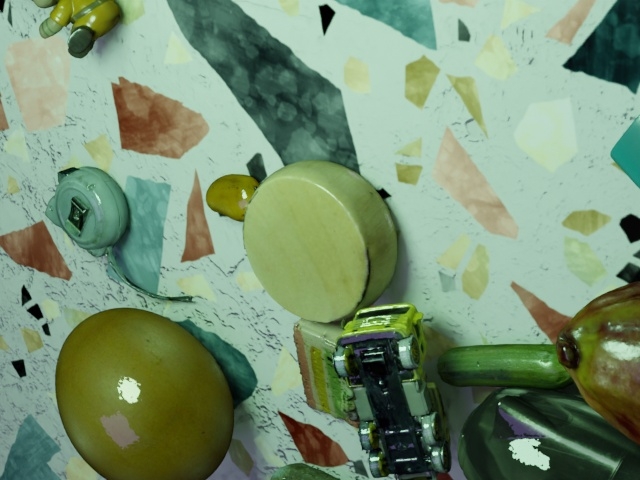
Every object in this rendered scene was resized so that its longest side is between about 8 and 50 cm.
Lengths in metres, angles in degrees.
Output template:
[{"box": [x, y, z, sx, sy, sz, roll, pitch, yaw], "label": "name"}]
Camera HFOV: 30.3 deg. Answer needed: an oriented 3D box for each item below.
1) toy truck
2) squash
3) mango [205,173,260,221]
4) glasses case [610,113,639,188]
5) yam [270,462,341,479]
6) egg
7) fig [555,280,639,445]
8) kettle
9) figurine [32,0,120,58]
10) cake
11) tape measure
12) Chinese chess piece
[{"box": [0.119, 0.221, 1.756, 0.124, 0.157, 0.272, -9, 113, 19], "label": "toy truck"}, {"box": [0.267, 0.181, 1.696, 0.229, 0.066, 0.066, -6, 107, 41], "label": "squash"}, {"box": [-0.136, -0.068, 1.896, 0.114, 0.060, 0.080, 0, 108, 43], "label": "mango"}, {"box": [0.472, -0.030, 1.380, 0.301, 0.070, 0.117, 54, 141, 24], "label": "glasses case"}, {"box": [0.004, 0.446, 2.006, 0.183, 0.107, 0.107, 25, 125, 31], "label": "yam"}, {"box": [-0.307, 0.276, 2.046, 0.351, 0.282, 0.282, 48, 132, 10], "label": "egg"}, {"box": [0.433, 0.153, 1.458, 0.263, 0.224, 0.224, 35, 129, 25], "label": "fig"}, {"box": [0.344, 0.338, 1.631, 0.324, 0.228, 0.321, 28, 159, 26], "label": "kettle"}, {"box": [-0.433, -0.425, 1.894, 0.257, 0.192, 0.167, 40, 107, -14], "label": "figurine"}, {"box": [0.028, 0.201, 1.912, 0.109, 0.090, 0.225, 22, 142, 26], "label": "cake"}, {"box": [-0.354, -0.001, 2.086, 0.330, 0.084, 0.164, 39, 134, 20], "label": "tape measure"}, {"box": [0.000, 0.000, 1.797, 0.251, 0.097, 0.251, 16, 120, 31], "label": "Chinese chess piece"}]
